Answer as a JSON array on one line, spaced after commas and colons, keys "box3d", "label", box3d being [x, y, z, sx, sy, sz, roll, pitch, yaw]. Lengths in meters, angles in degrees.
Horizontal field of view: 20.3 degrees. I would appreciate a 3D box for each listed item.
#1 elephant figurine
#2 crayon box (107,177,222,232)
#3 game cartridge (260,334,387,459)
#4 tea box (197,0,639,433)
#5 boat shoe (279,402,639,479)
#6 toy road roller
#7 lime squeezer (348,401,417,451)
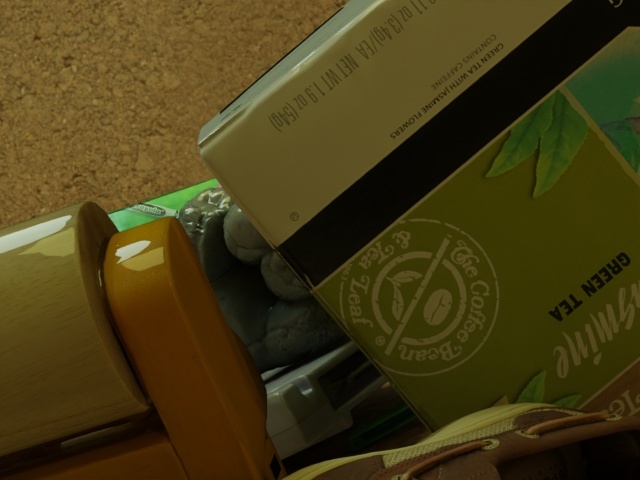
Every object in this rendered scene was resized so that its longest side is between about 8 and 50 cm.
[{"box3d": [0.000, 0.000, 1.449, 0.186, 0.169, 0.239, -11, 17, 34], "label": "elephant figurine"}, {"box3d": [-0.085, 0.051, 1.660, 0.165, 0.081, 0.278, -18, -31, -4], "label": "crayon box"}, {"box3d": [-0.017, 0.126, 1.458, 0.230, 0.068, 0.355, -34, -2, 33], "label": "game cartridge"}, {"box3d": [0.141, -0.051, 1.202, 0.329, 0.323, 0.220, -41, 8, 3], "label": "tea box"}, {"box3d": [0.072, 0.165, 0.947, 0.123, 0.123, 0.342, -12, 3, 44], "label": "boat shoe"}, {"box3d": [-0.128, 0.106, 1.048, 0.203, 0.329, 0.240, -18, 30, 8], "label": "toy road roller"}, {"box3d": [0.173, 0.093, 1.426, 0.310, 0.058, 0.110, -15, 8, 18], "label": "lime squeezer"}]
